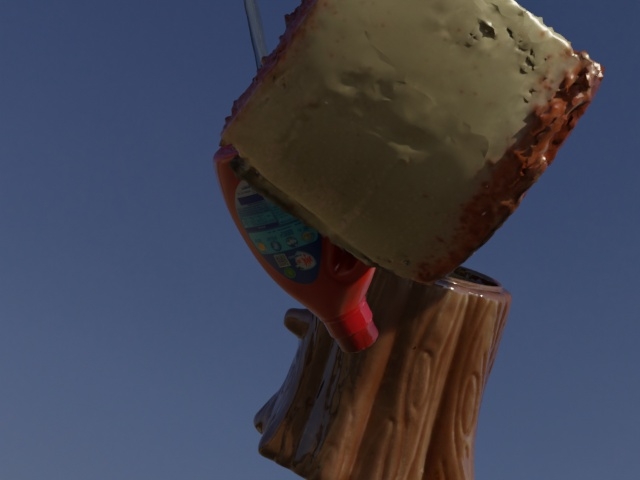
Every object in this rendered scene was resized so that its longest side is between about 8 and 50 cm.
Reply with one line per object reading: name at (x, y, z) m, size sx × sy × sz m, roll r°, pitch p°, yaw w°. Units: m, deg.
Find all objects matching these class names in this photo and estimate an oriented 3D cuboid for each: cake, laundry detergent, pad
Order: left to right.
pad at (-0.058, -0.199, 0.955) m, size 0.007 × 0.368 × 0.248 m, roll -13°, pitch -30°, yaw 1°
laundry detergent at (0.000, 0.000, 0.715) m, size 0.097 × 0.049 × 0.165 m, roll -15°, pitch -67°, yaw 30°
cake at (0.070, -0.131, 0.643) m, size 0.158 × 0.262 × 0.159 m, roll 33°, pitch -46°, yaw -11°

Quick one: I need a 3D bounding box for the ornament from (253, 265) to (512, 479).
ornament at (0.076, 0.124, 1.060) m, size 0.235 × 0.218 × 0.221 m, roll 20°, pitch 7°, yaw 29°
